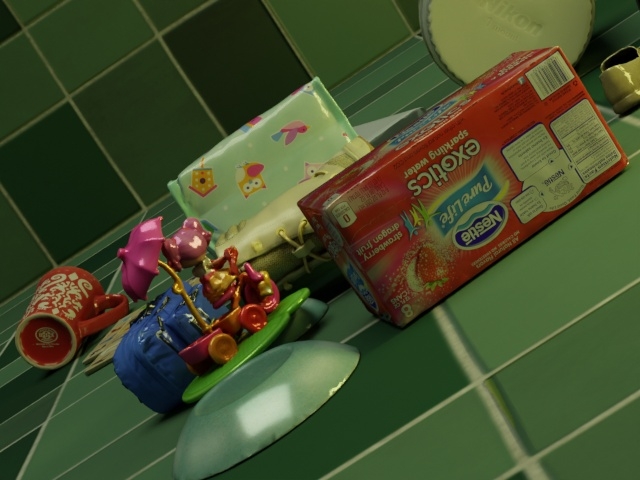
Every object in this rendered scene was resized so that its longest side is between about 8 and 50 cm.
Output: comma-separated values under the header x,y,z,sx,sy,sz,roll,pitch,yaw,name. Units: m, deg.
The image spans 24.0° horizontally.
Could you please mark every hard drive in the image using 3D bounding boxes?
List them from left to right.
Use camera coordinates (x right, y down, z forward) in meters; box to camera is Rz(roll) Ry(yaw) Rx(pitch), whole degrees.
x,y,z,sx,sy,sz,roll,pitch,yaw,name
0.004,-0.100,2.216,0.233,0.047,0.353,-36,9,-17,hard drive

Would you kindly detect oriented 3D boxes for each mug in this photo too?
x,y,z,sx,sy,sz,roll,pitch,yaw,name
-0.378,0.110,2.251,0.150,0.113,0.169,-33,13,13,mug

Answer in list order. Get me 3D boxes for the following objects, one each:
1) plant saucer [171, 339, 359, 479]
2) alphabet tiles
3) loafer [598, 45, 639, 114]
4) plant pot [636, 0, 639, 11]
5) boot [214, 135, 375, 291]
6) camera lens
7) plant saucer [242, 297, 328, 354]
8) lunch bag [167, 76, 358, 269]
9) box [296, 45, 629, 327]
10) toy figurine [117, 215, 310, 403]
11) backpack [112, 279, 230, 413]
x,y,z,sx,sy,sz,roll,pitch,yaw,name
-0.057,0.134,1.296,0.195,0.037,0.195,-33,9,6,plant saucer
-0.241,0.112,2.084,0.198,0.009,0.237,-30,10,20,alphabet tiles
0.322,-0.177,1.550,0.056,0.050,0.148,-29,11,26,loafer
0.466,-0.384,1.769,0.167,0.188,0.187,-22,4,-24,plant pot
0.000,0.000,1.522,0.203,0.095,0.262,-33,25,0,boot
0.235,-0.301,1.933,0.219,0.219,0.274,-32,10,11,camera lens
-0.048,0.090,1.527,0.119,0.021,0.119,-33,10,7,plant saucer
-0.044,-0.052,1.782,0.223,0.160,0.262,-34,-9,-2,lunch bag
0.124,-0.050,1.339,0.257,0.128,0.122,-35,10,-8,box
-0.114,0.040,1.431,0.173,0.159,0.130,-43,8,-36,toy figurine
-0.148,0.105,1.523,0.101,0.098,0.120,-43,6,42,backpack
